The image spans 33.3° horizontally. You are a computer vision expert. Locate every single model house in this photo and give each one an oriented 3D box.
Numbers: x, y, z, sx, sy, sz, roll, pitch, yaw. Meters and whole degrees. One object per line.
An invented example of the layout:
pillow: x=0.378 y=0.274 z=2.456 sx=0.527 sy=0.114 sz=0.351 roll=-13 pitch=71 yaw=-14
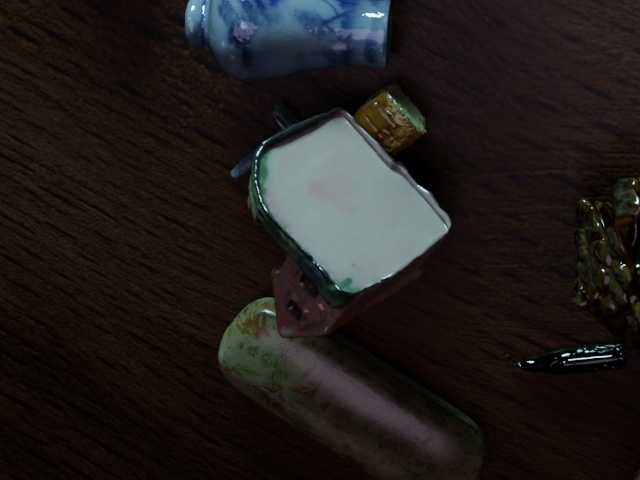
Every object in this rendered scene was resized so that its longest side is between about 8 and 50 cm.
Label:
model house: x=0.000 y=0.000 z=1.402 sx=0.237 sy=0.202 sz=0.237 roll=46 pitch=149 yaw=12

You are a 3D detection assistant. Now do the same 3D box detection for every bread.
bread: x=0.089 y=-0.155 z=1.397 sx=0.070 sy=0.076 sz=0.083 roll=-40 pitch=99 yaw=24

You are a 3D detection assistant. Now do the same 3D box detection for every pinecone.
pinecone: x=0.405 y=0.026 z=1.311 sx=0.201 sy=0.229 sz=0.202 roll=-4 pitch=139 yaw=-22

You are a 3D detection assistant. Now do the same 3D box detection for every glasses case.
glasses case: x=0.045 y=0.239 z=1.577 sx=0.425 sy=0.098 sz=0.156 roll=32 pitch=116 yaw=1

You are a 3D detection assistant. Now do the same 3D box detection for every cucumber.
cucumber: x=0.342 y=0.169 z=1.492 sx=0.163 sy=0.039 sz=0.043 roll=-11 pitch=89 yaw=19

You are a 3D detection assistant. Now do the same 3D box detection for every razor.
razor: x=-0.078 y=-0.126 z=1.485 sx=0.068 sy=0.040 sz=0.135 roll=47 pitch=122 yaw=-7

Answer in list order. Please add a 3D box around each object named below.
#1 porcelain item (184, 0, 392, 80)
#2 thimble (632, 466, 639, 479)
porcelain item: x=-0.039 y=-0.269 z=1.357 sx=0.259 sy=0.141 sz=0.141 roll=5 pitch=115 yaw=4
thimble: x=0.585 y=0.404 z=1.421 sx=0.350 sy=0.230 sz=0.350 roll=6 pitch=114 yaw=15
